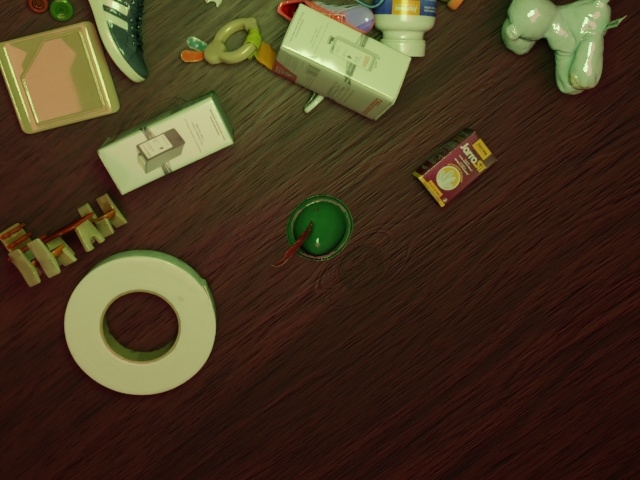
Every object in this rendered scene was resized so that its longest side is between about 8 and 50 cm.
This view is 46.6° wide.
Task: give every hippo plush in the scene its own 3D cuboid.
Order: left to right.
[{"bbox_3d":[0.555,-0.486,1.783,0.236,0.294,0.234,9,82,-1],"label":"hippo plush"}]

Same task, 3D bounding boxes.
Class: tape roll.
[{"bbox_3d":[-0.466,0.215,1.949,0.391,0.072,0.392,-2,104,-6],"label":"tape roll"}]

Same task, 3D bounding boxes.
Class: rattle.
[{"bbox_3d":[-0.219,-0.454,1.820,0.199,0.142,0.130,-23,74,15],"label":"rattle"}]

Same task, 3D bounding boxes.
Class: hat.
[{"bbox_3d":[0.000,0.000,1.884,0.173,0.183,0.208,34,99,-14],"label":"hat"}]

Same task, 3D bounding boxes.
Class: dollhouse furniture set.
[{"bbox_3d":[-0.646,-0.009,1.789,0.259,0.262,0.135,-21,107,32],"label":"dollhouse furniture set"}]

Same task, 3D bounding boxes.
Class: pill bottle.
[{"bbox_3d":[0.201,-0.578,1.770,0.152,0.152,0.272,0,104,-6],"label":"pill bottle"}]

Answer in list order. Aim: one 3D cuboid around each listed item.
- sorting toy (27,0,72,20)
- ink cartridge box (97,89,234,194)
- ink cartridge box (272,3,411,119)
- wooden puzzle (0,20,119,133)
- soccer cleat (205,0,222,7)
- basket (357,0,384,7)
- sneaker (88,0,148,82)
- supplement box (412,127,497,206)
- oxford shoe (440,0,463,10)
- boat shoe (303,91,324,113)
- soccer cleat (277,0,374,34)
[{"bbox_3d":[-0.632,-0.558,1.746,0.101,0.042,0.061,12,119,-21],"label":"sorting toy"},{"bbox_3d":[-0.360,-0.238,1.769,0.289,0.211,0.122,-25,108,2],"label":"ink cartridge box"},{"bbox_3d":[0.044,-0.407,1.732,0.283,0.207,0.117,24,83,-8],"label":"ink cartridge box"},{"bbox_3d":[-0.629,-0.391,1.789,0.238,0.044,0.221,-16,106,-7],"label":"wooden puzzle"},{"bbox_3d":[-0.275,-0.588,1.779,0.083,0.029,0.036,22,97,-16],"label":"soccer cleat"},{"bbox_3d":[0.053,-0.695,1.671,0.289,0.201,0.255,30,117,13],"label":"basket"},{"bbox_3d":[-0.446,-0.548,1.716,0.148,0.131,0.350,-19,106,3],"label":"sneaker"},{"bbox_3d":[0.346,-0.190,1.926,0.188,0.081,0.104,-41,105,5],"label":"supplement box"},{"bbox_3d":[0.363,-0.697,1.788,0.098,0.097,0.271,31,99,-7],"label":"oxford shoe"},{"bbox_3d":[0.002,-0.380,1.858,0.040,0.049,0.142,42,90,-9],"label":"boat shoe"},{"bbox_3d":[0.011,-0.520,1.731,0.095,0.248,0.083,-7,112,-50],"label":"soccer cleat"}]
